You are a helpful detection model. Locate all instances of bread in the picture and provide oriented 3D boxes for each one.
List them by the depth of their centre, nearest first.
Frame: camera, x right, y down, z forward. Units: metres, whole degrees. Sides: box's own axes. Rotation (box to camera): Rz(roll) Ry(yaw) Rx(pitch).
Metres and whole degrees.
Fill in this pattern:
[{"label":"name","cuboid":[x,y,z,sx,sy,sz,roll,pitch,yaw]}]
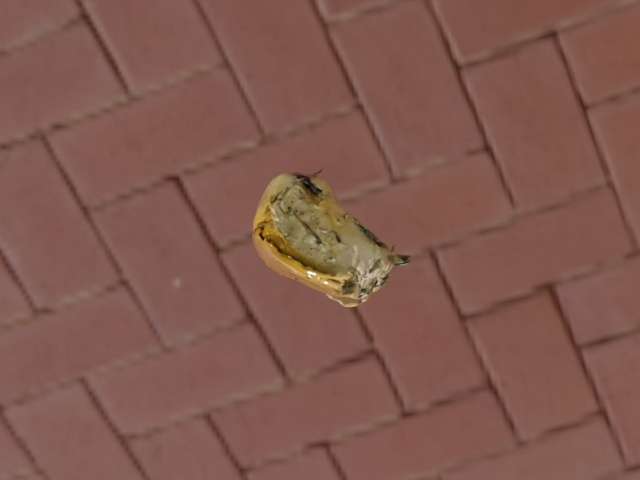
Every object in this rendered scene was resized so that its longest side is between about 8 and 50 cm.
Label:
[{"label":"bread","cuboid":[0.000,0.000,0.972,0.053,0.106,0.072,-44,84,1]}]
